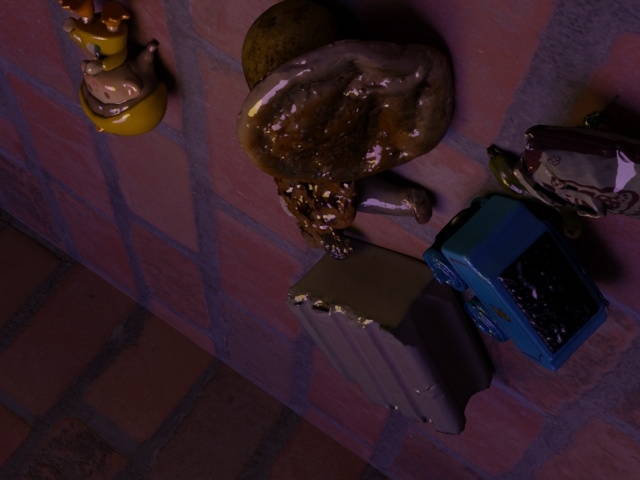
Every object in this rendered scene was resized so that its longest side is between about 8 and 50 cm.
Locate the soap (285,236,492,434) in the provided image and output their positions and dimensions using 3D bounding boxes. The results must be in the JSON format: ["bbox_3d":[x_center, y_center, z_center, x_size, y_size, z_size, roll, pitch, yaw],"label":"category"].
[{"bbox_3d":[0.176,0.228,2.278,0.350,0.213,0.435,13,147,41],"label":"soap"}]

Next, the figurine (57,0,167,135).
[{"bbox_3d":[-0.446,-0.376,2.115,0.215,0.187,0.344,37,153,27],"label":"figurine"}]

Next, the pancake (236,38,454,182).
[{"bbox_3d":[0.044,-0.199,1.603,0.386,0.082,0.387,-9,154,-4],"label":"pancake"}]

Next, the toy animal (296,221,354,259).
[{"bbox_3d":[-0.002,-0.017,2.246,0.219,0.069,0.086,30,128,56],"label":"toy animal"}]

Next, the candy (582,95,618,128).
[{"bbox_3d":[0.410,-0.186,1.414,0.083,0.023,0.025,-48,54,58],"label":"candy"}]

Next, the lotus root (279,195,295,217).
[{"bbox_3d":[-0.031,-0.099,2.154,0.122,0.081,0.112,26,147,26],"label":"lotus root"}]

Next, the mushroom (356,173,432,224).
[{"bbox_3d":[0.118,-0.094,1.933,0.225,0.093,0.116,8,163,34],"label":"mushroom"}]

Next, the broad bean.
[{"bbox_3d":[0.356,-0.082,1.630,0.213,0.070,0.048,42,134,15],"label":"broad bean"}]

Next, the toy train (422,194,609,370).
[{"bbox_3d":[0.346,0.072,1.721,0.300,0.188,0.265,49,171,-22],"label":"toy train"}]

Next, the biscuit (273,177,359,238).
[{"bbox_3d":[-0.030,-0.149,1.915,0.289,0.081,0.334,51,152,31],"label":"biscuit"}]

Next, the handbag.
[{"bbox_3d":[0.406,-0.098,1.429,0.235,0.127,0.213,11,167,6],"label":"handbag"}]

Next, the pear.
[{"bbox_3d":[-0.044,-0.302,1.648,0.197,0.197,0.197,31,156,16],"label":"pear"}]
